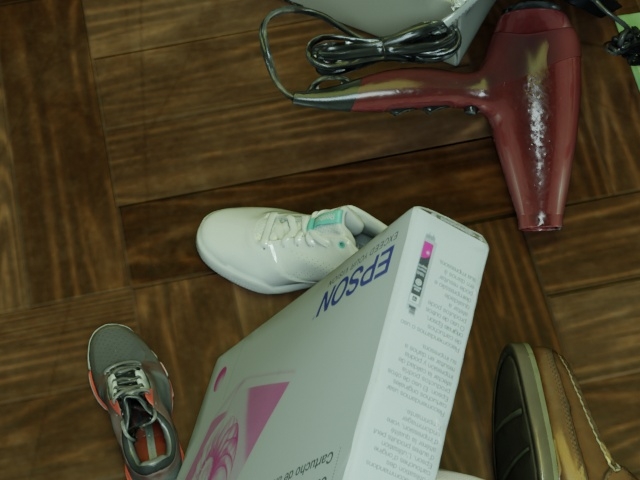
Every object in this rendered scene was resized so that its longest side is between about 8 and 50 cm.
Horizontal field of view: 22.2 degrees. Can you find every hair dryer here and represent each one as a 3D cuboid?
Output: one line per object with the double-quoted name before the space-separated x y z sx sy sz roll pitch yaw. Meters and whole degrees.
"hair dryer" 0.112 -0.127 1.363 0.223 0.080 0.293 -41 87 -1

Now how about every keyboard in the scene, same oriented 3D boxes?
"keyboard" 0.201 -0.212 1.344 0.201 0.317 0.033 47 106 12

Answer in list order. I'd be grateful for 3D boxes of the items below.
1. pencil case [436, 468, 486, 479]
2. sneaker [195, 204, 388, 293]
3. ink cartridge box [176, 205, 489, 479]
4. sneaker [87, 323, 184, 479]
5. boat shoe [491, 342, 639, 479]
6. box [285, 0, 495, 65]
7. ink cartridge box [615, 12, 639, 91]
"pencil case" 0.062 0.348 1.053 0.183 0.160 0.410 -12 55 20
"sneaker" 0.000 0.000 1.316 0.212 0.094 0.080 13 60 10
"ink cartridge box" -0.028 0.179 1.078 0.071 0.324 0.330 28 57 -16
"sneaker" -0.141 0.122 1.261 0.061 0.065 0.158 -21 59 -11
"boat shoe" 0.199 0.217 1.173 0.104 0.110 0.307 -5 66 -10
"box" 0.025 -0.268 1.485 0.275 0.094 0.113 24 63 16
"ink cartridge box" 0.378 -0.195 1.443 0.209 0.062 0.109 -10 59 -3
